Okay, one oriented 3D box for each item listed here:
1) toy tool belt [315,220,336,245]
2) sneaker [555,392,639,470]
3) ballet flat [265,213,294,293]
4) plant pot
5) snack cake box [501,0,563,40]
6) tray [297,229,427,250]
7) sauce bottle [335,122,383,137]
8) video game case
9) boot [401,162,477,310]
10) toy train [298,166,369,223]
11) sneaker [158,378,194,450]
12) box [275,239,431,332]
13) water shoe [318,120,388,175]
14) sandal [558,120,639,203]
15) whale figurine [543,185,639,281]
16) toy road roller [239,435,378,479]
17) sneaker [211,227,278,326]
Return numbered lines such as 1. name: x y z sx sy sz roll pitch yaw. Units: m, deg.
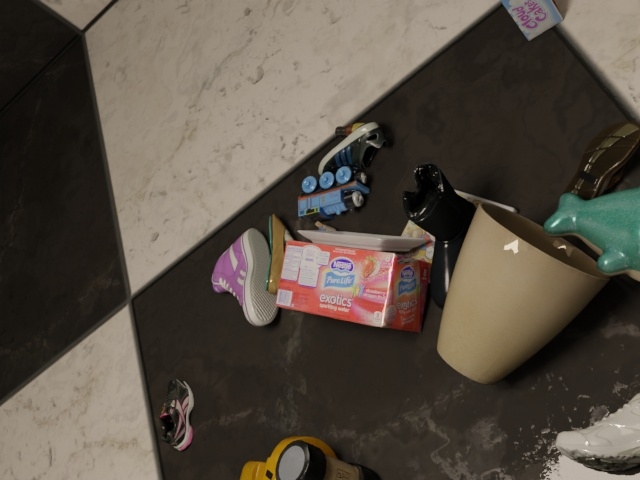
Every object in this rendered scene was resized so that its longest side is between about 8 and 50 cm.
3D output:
1. toy tool belt: 0.000 0.000 1.832 0.052 0.051 0.083 -26 44 70
2. sneaker: 0.497 0.306 1.260 0.232 0.090 0.115 -9 56 26
3. ballet flat: -0.092 0.033 1.885 0.073 0.080 0.232 1 53 -1
4. plant pot: 0.331 0.113 1.401 0.256 0.256 0.274 43 112 44
5. snack cake box: 0.407 -0.568 1.655 0.089 0.264 0.152 -30 52 24
6. tray: 0.086 0.000 1.689 0.270 0.145 0.030 6 93 50
7. sauce bottle: 0.092 -0.268 1.908 0.128 0.042 0.042 9 73 40
8. video game case: 0.271 -0.004 1.636 0.227 0.026 0.206 23 83 44
9. boot: 0.224 -0.005 1.514 0.094 0.207 0.246 -1 68 38
10. toy train: 0.030 -0.106 1.854 0.184 0.080 0.105 -13 69 31
11. sneaker: -0.354 0.413 1.888 0.072 0.077 0.178 -32 50 21
12. box: 0.066 0.093 1.652 0.300 0.142 0.154 6 85 41
13. water shoe: 0.074 -0.197 1.861 0.203 0.073 0.080 -41 77 37
14. sandal: 0.532 -0.124 1.471 0.090 0.060 0.219 43 111 49
15. whale figurine: 0.522 -0.036 1.333 0.272 0.141 0.216 19 56 35
16. toy road roller: -0.053 0.544 1.501 0.240 0.202 0.329 -13 54 48
17. sneaker: -0.190 0.119 1.904 0.161 0.102 0.282 -36 39 24
